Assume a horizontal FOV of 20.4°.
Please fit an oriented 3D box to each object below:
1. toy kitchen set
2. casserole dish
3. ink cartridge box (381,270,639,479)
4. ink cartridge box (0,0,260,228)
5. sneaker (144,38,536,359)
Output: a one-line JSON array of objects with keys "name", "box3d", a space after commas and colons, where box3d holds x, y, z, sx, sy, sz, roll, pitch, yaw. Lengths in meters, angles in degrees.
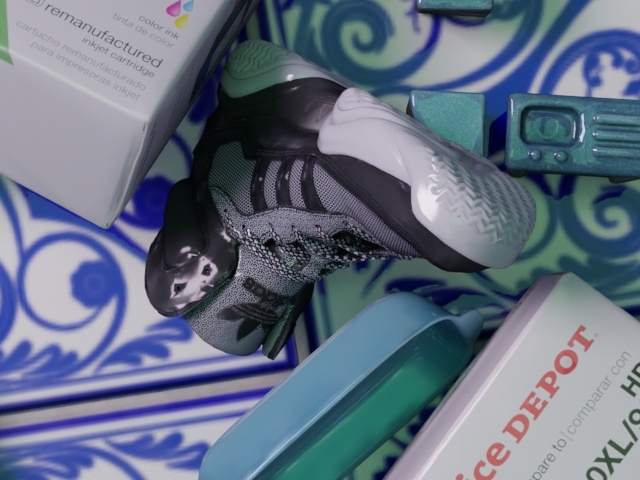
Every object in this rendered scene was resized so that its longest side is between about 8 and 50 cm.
[{"name": "toy kitchen set", "box3d": [0.153, -0.117, 0.944, 0.207, 0.122, 0.166, 3, 87, 0]}, {"name": "casserole dish", "box3d": [0.006, 0.091, 0.945, 0.188, 0.114, 0.037, -41, 68, -1]}, {"name": "ink cartridge box", "box3d": [0.159, 0.149, 0.906, 0.233, 0.168, 0.171, 37, 89, 3]}, {"name": "ink cartridge box", "box3d": [-0.120, -0.135, 0.911, 0.154, 0.093, 0.212, 28, 49, 1]}, {"name": "sneaker", "box3d": [0.000, 0.000, 0.890, 0.101, 0.268, 0.153, 26, 96, -31]}]
